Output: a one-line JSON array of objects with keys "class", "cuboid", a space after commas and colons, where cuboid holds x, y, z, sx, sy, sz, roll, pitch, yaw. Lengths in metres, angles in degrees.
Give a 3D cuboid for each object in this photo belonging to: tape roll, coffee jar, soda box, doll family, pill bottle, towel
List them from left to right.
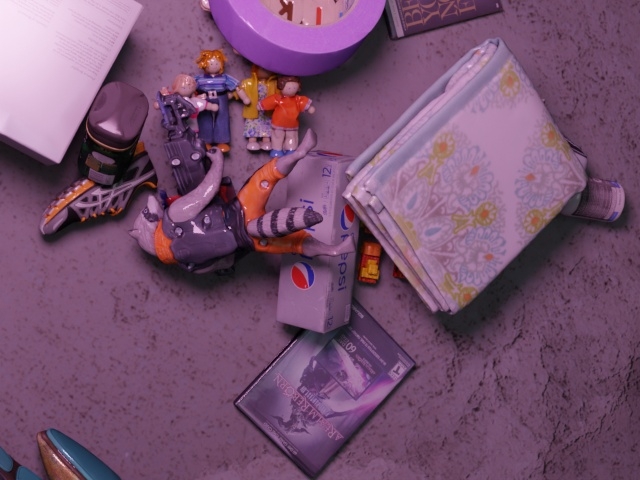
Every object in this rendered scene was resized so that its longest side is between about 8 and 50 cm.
[{"class": "coffee jar", "cuboid": [-0.307, -0.158, 1.662, 0.079, 0.184, 0.096, 24, 65, -9]}, {"class": "doll family", "cuboid": [-0.145, -0.226, 1.827, 0.263, 0.118, 0.163, -2, 111, -15]}, {"class": "tape roll", "cuboid": [-0.037, -0.403, 1.782, 0.275, 0.090, 0.274, 5, 72, -15]}, {"class": "soda box", "cuboid": [0.000, 0.000, 1.847, 0.091, 0.098, 0.286, -16, 114, -56]}, {"class": "towel", "cuboid": [0.242, -0.099, 1.857, 0.374, 0.090, 0.320, -44, 120, -11]}, {"class": "pill bottle", "cuboid": [0.478, -0.080, 2.058, 0.137, 0.078, 0.078, 8, 90, -20]}]

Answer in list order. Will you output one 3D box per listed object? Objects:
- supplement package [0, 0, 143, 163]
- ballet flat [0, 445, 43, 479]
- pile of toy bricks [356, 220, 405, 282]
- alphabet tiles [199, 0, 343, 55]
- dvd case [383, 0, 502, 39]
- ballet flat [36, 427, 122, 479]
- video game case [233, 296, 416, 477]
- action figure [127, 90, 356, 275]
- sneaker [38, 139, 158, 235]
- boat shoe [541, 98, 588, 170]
[{"class": "supplement package", "cuboid": [-0.424, -0.272, 1.674, 0.199, 0.198, 0.262, 29, 84, -17]}, {"class": "ballet flat", "cuboid": [-0.495, 0.374, 1.762, 0.074, 0.074, 0.203, -45, 112, -11]}, {"class": "pile of toy bricks", "cuboid": [0.132, -0.027, 1.928, 0.118, 0.105, 0.212, 9, 90, -19]}, {"class": "alphabet tiles", "cuboid": [-0.057, -0.414, 1.848, 0.284, 0.021, 0.278, 8, 70, -20]}, {"class": "dvd case", "cuboid": [0.202, -0.459, 1.973, 0.221, 0.018, 0.164, -18, 99, -17]}, {"class": "ballet flat", "cuboid": [-0.331, 0.436, 1.797, 0.348, 0.123, 0.123, 38, 81, -18]}, {"class": "video game case", "cuboid": [0.010, 0.245, 1.946, 0.274, 0.026, 0.196, -47, 106, -12]}, {"class": "action figure", "cuboid": [-0.151, -0.064, 1.724, 0.330, 0.178, 0.341, -15, 121, 17]}, {"class": "sneaker", "cuboid": [-0.348, -0.070, 1.775, 0.215, 0.084, 0.083, -38, 109, -14]}, {"class": "boat shoe", "cuboid": [0.359, -0.221, 2.001, 0.301, 0.108, 0.102, 27, 86, -11]}]
